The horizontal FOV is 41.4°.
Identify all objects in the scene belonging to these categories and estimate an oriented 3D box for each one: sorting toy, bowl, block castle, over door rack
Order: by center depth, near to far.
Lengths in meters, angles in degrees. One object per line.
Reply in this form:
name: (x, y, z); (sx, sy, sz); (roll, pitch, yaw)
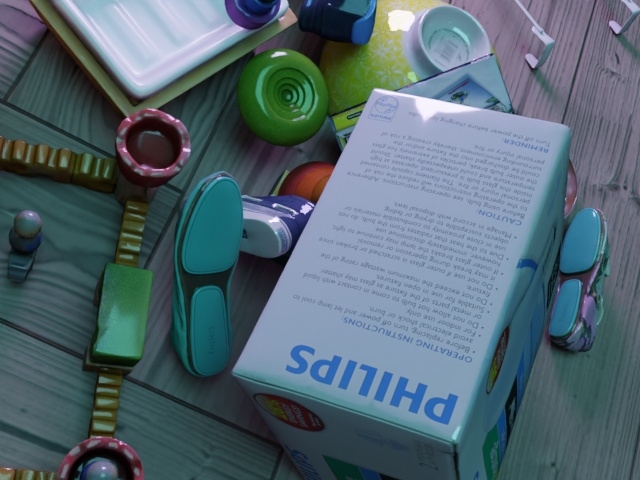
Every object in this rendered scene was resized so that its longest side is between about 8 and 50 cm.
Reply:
block castle: (-0.318, 0.055, 0.898); (0.303, 0.213, 0.453); (11, 68, -18)
sorting toy: (-0.017, -0.164, 1.048); (0.127, 0.126, 0.366); (-22, 97, -24)
bowl: (0.157, -0.249, 1.227); (0.289, 0.156, 0.289); (7, 70, -19)
over door rack: (0.389, -0.480, 1.428); (0.239, 0.108, 0.324); (-24, 82, -26)

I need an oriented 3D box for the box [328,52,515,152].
box: (0.147, -0.134, 1.141); (0.233, 0.044, 0.159); (-18, 103, 14)

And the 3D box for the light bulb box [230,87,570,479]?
light bulb box: (0.116, 0.094, 0.949); (0.225, 0.358, 0.361); (15, 62, 22)

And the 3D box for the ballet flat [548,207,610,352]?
ballet flat: (0.395, 0.063, 1.265); (0.079, 0.077, 0.221); (29, 67, -30)

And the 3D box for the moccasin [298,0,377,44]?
moccasin: (0.012, -0.416, 1.203); (0.116, 0.138, 0.342); (1, 46, -5)

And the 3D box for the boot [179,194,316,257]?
boot: (-0.087, -0.027, 1.060); (0.086, 0.190, 0.069); (-29, 125, -41)

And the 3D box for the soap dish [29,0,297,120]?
soap dish: (-0.210, -0.301, 1.120); (0.291, 0.118, 0.229); (-39, 88, -28)

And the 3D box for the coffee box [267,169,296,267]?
coffee box: (0.000, 0.000, 1.140); (0.184, 0.040, 0.113); (33, 64, -8)

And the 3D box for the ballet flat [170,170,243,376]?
ballet flat: (-0.146, 0.037, 1.006); (0.083, 0.087, 0.247); (-3, 103, -34)

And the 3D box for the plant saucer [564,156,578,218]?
plant saucer: (0.320, -0.098, 1.309); (0.168, 0.029, 0.168); (8, 69, -20)
